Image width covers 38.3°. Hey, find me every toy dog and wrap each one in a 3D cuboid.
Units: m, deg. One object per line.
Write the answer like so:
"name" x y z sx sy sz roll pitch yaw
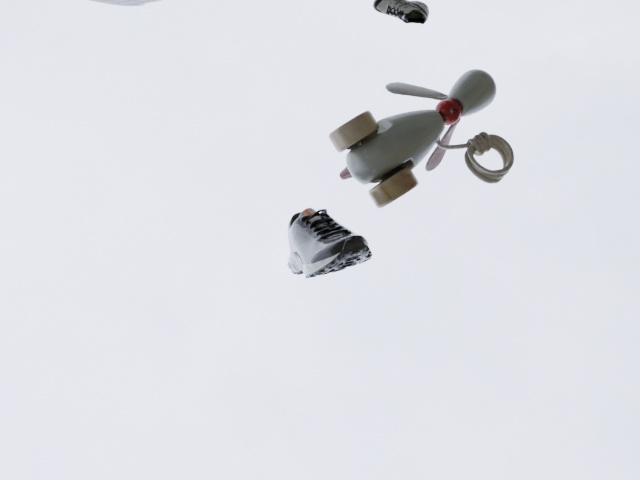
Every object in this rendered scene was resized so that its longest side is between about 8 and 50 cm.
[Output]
"toy dog" 0.152 -0.176 1.598 0.333 0.161 0.220 -12 -92 -26

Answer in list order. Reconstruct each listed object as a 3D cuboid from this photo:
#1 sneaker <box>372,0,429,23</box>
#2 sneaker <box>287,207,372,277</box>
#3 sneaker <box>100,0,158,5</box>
"sneaker" 0.117 -0.334 1.332 0.083 0.032 0.037 8 -137 -3
"sneaker" 0.000 0.000 1.506 0.100 0.271 0.108 -14 -84 -19
"sneaker" -0.326 -0.477 1.508 0.108 0.292 0.169 -1 -82 -39
